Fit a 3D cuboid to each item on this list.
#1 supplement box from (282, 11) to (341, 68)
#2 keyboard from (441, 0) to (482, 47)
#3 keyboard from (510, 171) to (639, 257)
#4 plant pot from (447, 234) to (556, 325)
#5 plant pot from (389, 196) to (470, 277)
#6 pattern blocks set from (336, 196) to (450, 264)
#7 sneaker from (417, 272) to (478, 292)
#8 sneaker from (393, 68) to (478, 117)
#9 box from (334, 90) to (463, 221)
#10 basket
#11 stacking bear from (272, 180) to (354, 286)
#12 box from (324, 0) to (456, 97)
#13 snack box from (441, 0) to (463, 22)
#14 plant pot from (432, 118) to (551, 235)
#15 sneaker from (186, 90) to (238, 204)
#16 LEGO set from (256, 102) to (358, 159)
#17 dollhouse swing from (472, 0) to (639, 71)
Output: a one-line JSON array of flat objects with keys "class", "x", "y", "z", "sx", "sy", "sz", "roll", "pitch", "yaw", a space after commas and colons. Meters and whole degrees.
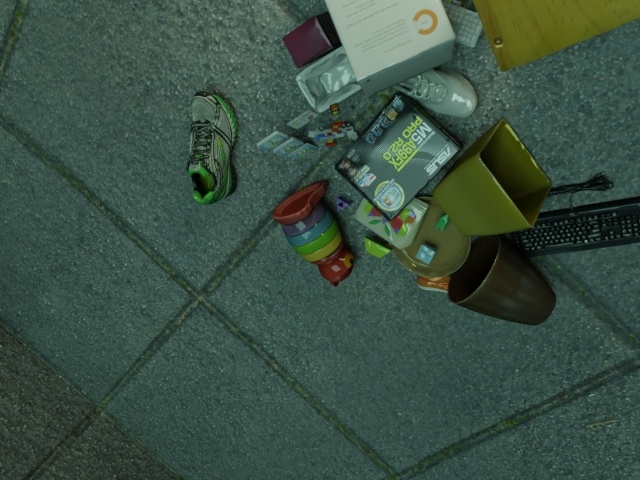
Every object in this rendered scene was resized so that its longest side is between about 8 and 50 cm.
[{"class": "supplement box", "x": 0.001, "y": -0.490, "z": 1.335, "sx": 0.104, "sy": 0.188, "sz": 0.080, "roll": -22, "pitch": 106, "yaw": 31}, {"class": "keyboard", "x": 0.247, "y": -0.523, "z": 1.273, "sx": 0.256, "sy": 0.014, "sz": 0.072, "roll": 25, "pitch": 122, "yaw": 9}, {"class": "keyboard", "x": 0.638, "y": -0.059, "z": 1.397, "sx": 0.317, "sy": 0.033, "sz": 0.201, "roll": -11, "pitch": 112, "yaw": 27}, {"class": "plant pot", "x": 0.495, "y": 0.126, "z": 1.469, "sx": 0.230, "sy": 0.215, "sz": 0.215, "roll": 30, "pitch": 125, "yaw": -8}, {"class": "plant pot", "x": 0.304, "y": -0.011, "z": 1.544, "sx": 0.236, "sy": 0.032, "sz": 0.236, "roll": 11, "pitch": 113, "yaw": 27}, {"class": "pattern blocks set", "x": 0.193, "y": -0.077, "z": 1.542, "sx": 0.325, "sy": 0.026, "sz": 0.285, "roll": 21, "pitch": 118, "yaw": 19}, {"class": "sneaker", "x": 0.364, "y": 0.114, "z": 1.589, "sx": 0.175, "sy": 0.064, "sz": 0.067, "roll": 5, "pitch": 109, "yaw": 18}, {"class": "sneaker", "x": 0.238, "y": -0.376, "z": 1.334, "sx": 0.297, "sy": 0.129, "sz": 0.111, "roll": 29, "pitch": 123, "yaw": 5}, {"class": "box", "x": 0.198, "y": -0.217, "z": 1.443, "sx": 0.216, "sy": 0.060, "sz": 0.270, "roll": 46, "pitch": 118, "yaw": 7}, {"class": "basket", "x": 0.042, "y": -0.418, "z": 1.410, "sx": 0.167, "sy": 0.103, "sz": 0.113, "roll": -23, "pitch": 106, "yaw": 32}, {"class": "stacking bear", "x": 0.000, "y": 0.000, "z": 1.629, "sx": 0.164, "sy": 0.175, "sz": 0.289, "roll": -16, "pitch": 118, "yaw": 38}, {"class": "box", "x": 0.124, "y": -0.522, "z": 1.190, "sx": 0.215, "sy": 0.168, "sz": 0.345, "roll": -21, "pitch": 88, "yaw": 12}, {"class": "snack box", "x": 0.254, "y": -0.519, "z": 1.303, "sx": 0.100, "sy": 0.037, "sz": 0.141, "roll": 33, "pitch": 124, "yaw": 5}, {"class": "plant pot", "x": 0.406, "y": -0.132, "z": 1.363, "sx": 0.212, "sy": 0.212, "sz": 0.187, "roll": 51, "pitch": 138, "yaw": -9}, {"class": "sneaker", "x": -0.324, "y": -0.263, "z": 1.623, "sx": 0.134, "sy": 0.146, "sz": 0.343, "roll": 8, "pitch": 119, "yaw": 19}, {"class": "LEGO set", "x": -0.021, "y": -0.274, "z": 1.474, "sx": 0.244, "sy": 0.182, "sz": 0.060, "roll": -27, "pitch": 69, "yaw": 31}, {"class": "dollhouse swing", "x": 0.476, "y": -0.510, "z": 1.020, "sx": 0.347, "sy": 0.305, "sz": 0.315, "roll": -17, "pitch": 122, "yaw": 30}]
